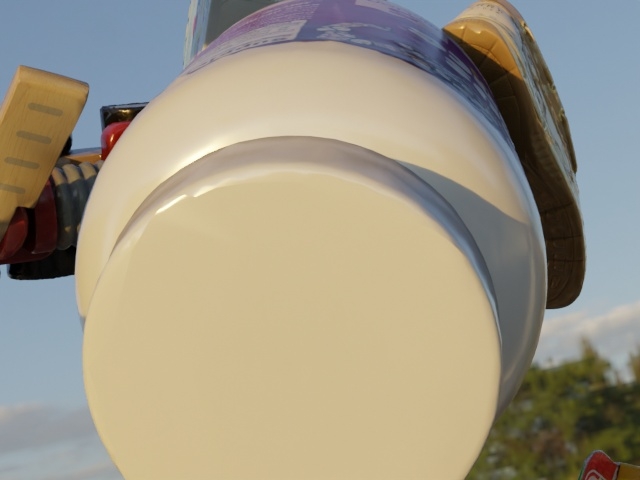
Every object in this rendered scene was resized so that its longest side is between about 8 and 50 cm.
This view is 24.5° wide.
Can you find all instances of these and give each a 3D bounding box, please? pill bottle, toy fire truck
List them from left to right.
[{"bbox_3d":[-0.160,-0.042,0.967,0.217,0.158,0.246,-7,10,-21],"label":"toy fire truck"},{"bbox_3d":[0.000,0.000,0.572,0.169,0.169,0.301,-14,14,7],"label":"pill bottle"}]

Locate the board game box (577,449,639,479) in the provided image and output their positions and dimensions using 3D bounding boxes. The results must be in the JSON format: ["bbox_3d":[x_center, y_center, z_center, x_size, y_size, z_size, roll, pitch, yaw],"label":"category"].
[{"bbox_3d":[0.176,0.198,0.665,0.039,0.124,0.259,4,-26,49],"label":"board game box"}]

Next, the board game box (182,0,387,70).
[{"bbox_3d":[-0.034,-0.165,1.214,0.142,0.144,0.275,7,25,-9],"label":"board game box"}]

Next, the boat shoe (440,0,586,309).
[{"bbox_3d":[0.104,-0.045,0.748,0.063,0.170,0.059,-1,33,29],"label":"boat shoe"}]
